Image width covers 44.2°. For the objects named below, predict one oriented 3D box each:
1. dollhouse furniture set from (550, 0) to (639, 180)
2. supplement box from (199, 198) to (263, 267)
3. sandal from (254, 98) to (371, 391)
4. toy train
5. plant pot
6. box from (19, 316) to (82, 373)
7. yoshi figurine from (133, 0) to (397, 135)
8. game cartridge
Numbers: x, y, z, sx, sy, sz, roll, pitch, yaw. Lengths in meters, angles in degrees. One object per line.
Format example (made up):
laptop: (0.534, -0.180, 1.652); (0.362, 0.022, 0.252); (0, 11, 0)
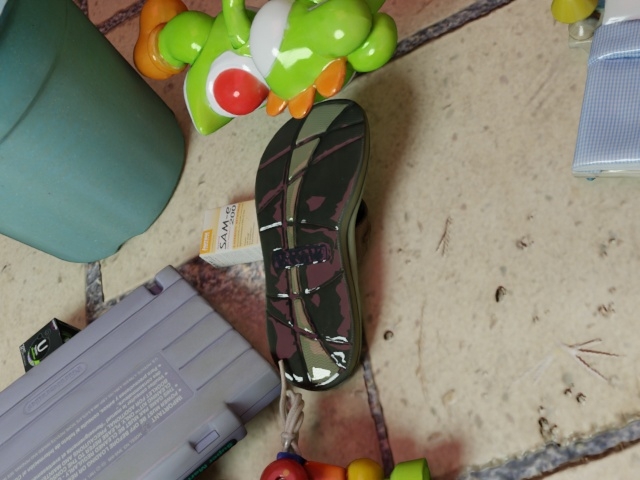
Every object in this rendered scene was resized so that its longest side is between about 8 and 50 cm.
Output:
dollhouse furniture set: (0.306, -0.126, 0.619); (0.303, 0.198, 0.286); (5, 68, 33)
supplement box: (-0.084, -0.010, 0.888); (0.098, 0.036, 0.062); (-11, 60, 26)
sandal: (-0.001, 0.001, 0.812); (0.120, 0.086, 0.302); (-1, 79, 24)
toy train: (0.030, 0.207, 0.672); (0.143, 0.105, 0.248); (-10, 60, 14)
plant pot: (-0.360, -0.151, 0.937); (0.341, 0.334, 0.341); (-13, 60, 24)
box: (-0.308, 0.146, 0.928); (0.062, 0.052, 0.083); (-39, 51, 8)
yoshi figurine: (-0.046, -0.240, 0.853); (0.203, 0.203, 0.362); (-26, 19, -36)
game cartridge: (-0.230, 0.195, 0.786); (0.355, 0.068, 0.230); (-38, 48, -15)
